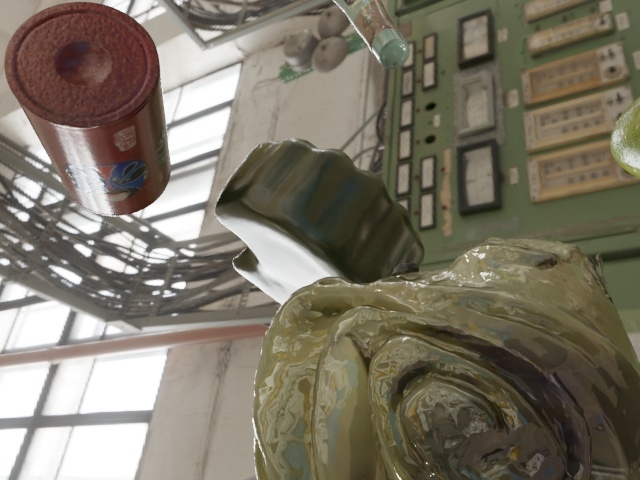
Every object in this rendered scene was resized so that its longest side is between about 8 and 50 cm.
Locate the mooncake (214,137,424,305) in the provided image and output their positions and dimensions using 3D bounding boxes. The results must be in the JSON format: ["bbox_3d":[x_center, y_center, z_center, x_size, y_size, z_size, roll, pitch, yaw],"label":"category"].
[{"bbox_3d":[0.000,0.000,0.950,0.187,0.351,0.351,-51,-52,-26],"label":"mooncake"}]

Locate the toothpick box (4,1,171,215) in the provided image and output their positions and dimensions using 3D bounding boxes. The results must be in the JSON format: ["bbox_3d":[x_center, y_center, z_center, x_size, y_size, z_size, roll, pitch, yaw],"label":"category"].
[{"bbox_3d":[-0.351,-0.190,0.943,0.333,0.204,0.204,118,154,-68],"label":"toothpick box"}]

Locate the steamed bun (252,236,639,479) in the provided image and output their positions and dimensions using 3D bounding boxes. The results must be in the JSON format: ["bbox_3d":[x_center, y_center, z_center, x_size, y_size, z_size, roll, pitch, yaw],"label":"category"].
[{"bbox_3d":[0.112,0.157,0.481,0.347,0.394,0.237,34,180,-4],"label":"steamed bun"}]

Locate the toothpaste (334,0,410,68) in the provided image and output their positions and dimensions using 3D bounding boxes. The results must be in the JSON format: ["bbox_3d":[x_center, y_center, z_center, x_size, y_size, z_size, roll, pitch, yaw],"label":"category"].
[{"bbox_3d":[0.053,-0.261,0.669,0.036,0.056,0.205,41,-158,-42],"label":"toothpaste"}]

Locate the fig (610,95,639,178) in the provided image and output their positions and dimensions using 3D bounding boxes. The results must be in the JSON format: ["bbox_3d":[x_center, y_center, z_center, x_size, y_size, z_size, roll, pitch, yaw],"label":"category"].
[{"bbox_3d":[0.689,-0.196,1.055,0.258,0.326,0.258,-1,-87,-23],"label":"fig"}]
